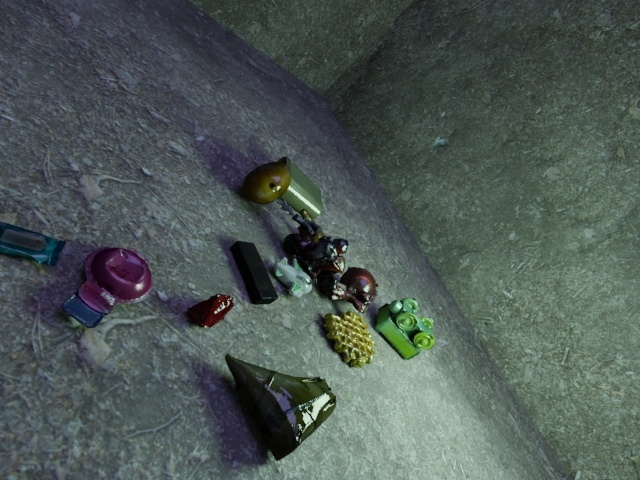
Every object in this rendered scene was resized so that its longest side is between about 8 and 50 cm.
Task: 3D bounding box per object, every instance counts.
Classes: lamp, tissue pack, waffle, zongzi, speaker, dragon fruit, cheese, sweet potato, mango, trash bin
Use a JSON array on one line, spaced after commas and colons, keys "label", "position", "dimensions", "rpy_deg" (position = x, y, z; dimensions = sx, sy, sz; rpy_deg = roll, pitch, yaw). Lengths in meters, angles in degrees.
[{"label": "lamp", "position": [0.135, 0.183, 1.623], "dimensions": [0.215, 0.151, 0.223], "rpy_deg": [20, 7, 3]}, {"label": "tissue pack", "position": [-0.599, 0.008, 0.805], "dimensions": [0.138, 0.028, 0.085], "rpy_deg": [27, 30, -33]}, {"label": "waffle", "position": [0.114, 0.348, 1.495], "dimensions": [0.249, 0.056, 0.253], "rpy_deg": [49, 27, -5]}, {"label": "zongzi", "position": [-0.096, 0.371, 1.035], "dimensions": [0.274, 0.125, 0.251], "rpy_deg": [51, 25, 16]}, {"label": "speaker", "position": [-0.216, 0.103, 1.293], "dimensions": [0.082, 0.044, 0.218], "rpy_deg": [10, 46, -55]}, {"label": "dragon fruit", "position": [-0.273, 0.192, 1.053], "dimensions": [0.063, 0.097, 0.131], "rpy_deg": [63, 8, 19]}, {"label": "cheese", "position": [-0.457, 0.094, 0.879], "dimensions": [0.155, 0.062, 0.244], "rpy_deg": [42, 27, -15]}, {"label": "sweet potato", "position": [-0.001, 0.003, 1.714], "dimensions": [0.346, 0.079, 0.108], "rpy_deg": [52, 21, -44]}, {"label": "mango", "position": [-0.209, -0.239, 1.621], "dimensions": [0.316, 0.193, 0.146], "rpy_deg": [-87, 153, -72]}, {"label": "trash bin", "position": [-0.111, -0.240, 1.869], "dimensions": [0.247, 0.121, 0.243], "rpy_deg": [38, 27, -33]}]

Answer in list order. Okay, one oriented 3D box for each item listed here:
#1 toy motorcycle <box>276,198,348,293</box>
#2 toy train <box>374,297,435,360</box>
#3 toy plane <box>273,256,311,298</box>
[{"label": "toy motorcycle", "position": [-0.035, 0.003, 1.537], "dimensions": [0.401, 0.207, 0.134], "rpy_deg": [49, 7, 16]}, {"label": "toy train", "position": [0.371, 0.377, 1.732], "dimensions": [0.271, 0.188, 0.159], "rpy_deg": [48, 25, -10]}, {"label": "toy plane", "position": [-0.096, 0.128, 1.420], "dimensions": [0.174, 0.080, 0.174], "rpy_deg": [41, 26, -25]}]
